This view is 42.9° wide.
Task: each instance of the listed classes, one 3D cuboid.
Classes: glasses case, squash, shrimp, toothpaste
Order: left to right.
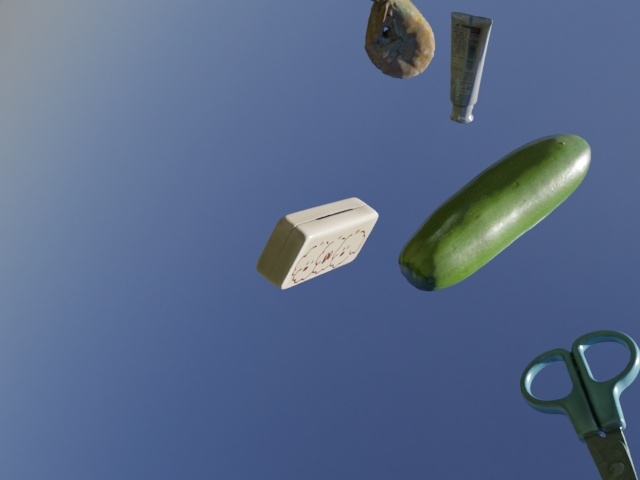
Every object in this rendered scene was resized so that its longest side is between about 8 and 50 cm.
[{"bbox_3d":[0.000,0.000,1.734,0.076,0.336,0.144,36,-64,19],"label":"glasses case"},{"bbox_3d":[0.164,-0.523,2.003,0.168,0.317,0.077,-46,-147,6],"label":"shrimp"},{"bbox_3d":[0.390,-0.460,2.178,0.114,0.299,0.073,21,-139,26],"label":"toothpaste"},{"bbox_3d":[0.188,-0.034,0.879,0.292,0.082,0.082,-35,-164,-27],"label":"squash"}]

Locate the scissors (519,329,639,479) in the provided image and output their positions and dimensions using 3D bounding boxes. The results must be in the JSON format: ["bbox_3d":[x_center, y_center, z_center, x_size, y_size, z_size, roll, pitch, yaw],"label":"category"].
[{"bbox_3d":[0.405,0.294,1.148,0.192,0.029,0.447,-26,-151,16],"label":"scissors"}]
